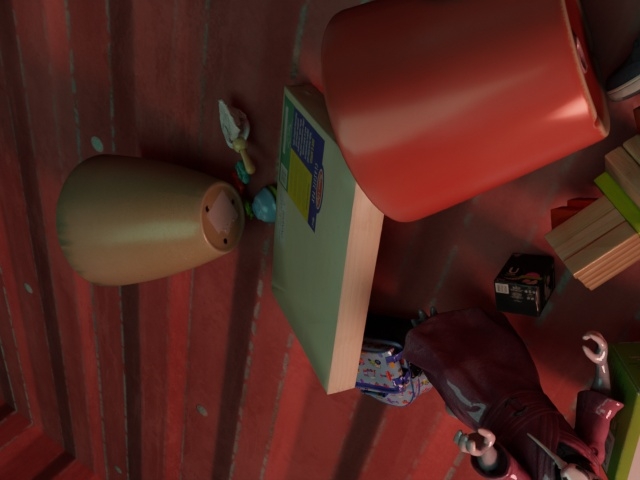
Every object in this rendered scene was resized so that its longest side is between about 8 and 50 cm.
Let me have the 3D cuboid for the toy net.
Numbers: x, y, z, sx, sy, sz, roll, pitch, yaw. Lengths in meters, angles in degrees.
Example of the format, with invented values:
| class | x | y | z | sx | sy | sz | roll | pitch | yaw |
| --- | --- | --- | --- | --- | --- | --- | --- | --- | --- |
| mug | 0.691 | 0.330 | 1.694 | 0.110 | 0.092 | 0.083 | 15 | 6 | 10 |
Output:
| class | x | y | z | sx | sy | sz | roll | pitch | yaw |
| --- | --- | --- | --- | --- | --- | --- | --- | --- | --- |
| toy net | -0.128 | -0.138 | 1.118 | 0.122 | 0.045 | 0.232 | 27 | 137 | 61 |

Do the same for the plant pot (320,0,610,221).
| class | x | y | z | sx | sy | sz | roll | pitch | yaw |
| --- | --- | --- | --- | --- | --- | --- | --- | --- | --- |
| plant pot | 0.172 | -0.173 | 0.720 | 0.243 | 0.275 | 0.274 | -13 | 110 | 31 |

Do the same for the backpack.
| class | x | y | z | sx | sy | sz | roll | pitch | yaw |
| --- | --- | --- | --- | --- | --- | --- | --- | --- | --- |
| backpack | 0.113 | 0.220 | 1.123 | 0.158 | 0.117 | 0.173 | 6 | 125 | 36 |

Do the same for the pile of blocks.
| class | x | y | z | sx | sy | sz | roll | pitch | yaw |
| --- | --- | --- | --- | --- | --- | --- | --- | --- | --- |
| pile of blocks | 0.389 | -0.093 | 0.716 | 0.362 | 0.149 | 0.112 | -53 | 52 | 38 |

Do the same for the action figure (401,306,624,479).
| class | x | y | z | sx | sy | sz | roll | pitch | yaw |
| --- | --- | --- | --- | --- | --- | --- | --- | --- | --- |
| action figure | 0.250 | 0.247 | 0.846 | 0.370 | 0.248 | 0.275 | -124 | 23 | -52 |

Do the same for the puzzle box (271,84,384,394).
| class | x | y | z | sx | sy | sz | roll | pitch | yaw |
| --- | --- | --- | --- | --- | --- | --- | --- | --- | --- |
| puzzle box | 0.000 | 0.000 | 0.989 | 0.272 | 0.052 | 0.408 | -123 | 32 | -47 |

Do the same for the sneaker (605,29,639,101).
| class | x | y | z | sx | sy | sz | roll | pitch | yaw |
| --- | --- | --- | --- | --- | --- | --- | --- | --- | --- |
| sneaker | 0.343 | -0.260 | 0.642 | 0.163 | 0.086 | 0.226 | 50 | 141 | 5 |

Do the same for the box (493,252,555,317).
| class | x | y | z | sx | sy | sz | roll | pitch | yaw |
| --- | --- | --- | --- | --- | --- | --- | --- | --- | --- |
| box | 0.288 | 0.061 | 0.901 | 0.062 | 0.083 | 0.052 | 7 | 121 | 35 |

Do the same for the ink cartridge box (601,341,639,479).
| class | x | y | z | sx | sy | sz | roll | pitch | yaw |
| --- | --- | --- | --- | --- | --- | --- | --- | --- | --- |
| ink cartridge box | 0.511 | 0.228 | 0.852 | 0.256 | 0.097 | 0.188 | -4 | 122 | 0 |

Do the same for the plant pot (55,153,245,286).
| class | x | y | z | sx | sy | sz | roll | pitch | yaw |
| --- | --- | --- | --- | --- | --- | --- | --- | --- | --- |
| plant pot | -0.286 | -0.040 | 1.172 | 0.274 | 0.256 | 0.256 | -1 | 118 | 30 |
